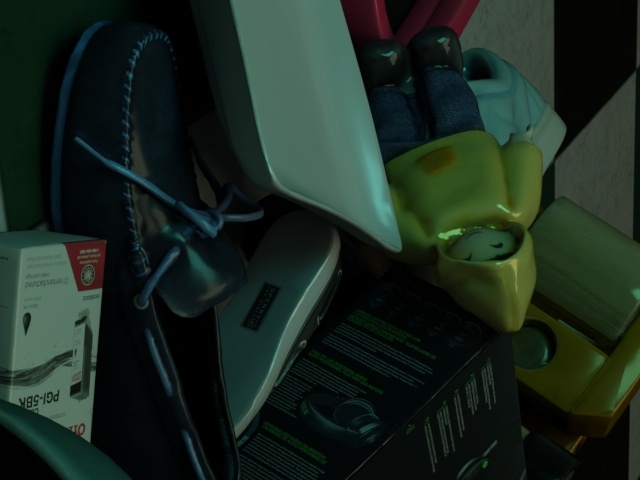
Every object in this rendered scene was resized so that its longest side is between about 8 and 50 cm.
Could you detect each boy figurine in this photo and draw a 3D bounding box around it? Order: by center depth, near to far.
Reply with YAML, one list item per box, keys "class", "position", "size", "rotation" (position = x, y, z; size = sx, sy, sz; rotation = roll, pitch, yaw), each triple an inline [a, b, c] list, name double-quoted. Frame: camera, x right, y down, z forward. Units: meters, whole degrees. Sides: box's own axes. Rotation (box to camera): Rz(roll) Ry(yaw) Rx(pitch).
- class: "boy figurine"
  position: [0.097, -0.044, 1.359]
  size: [0.092, 0.177, 0.285]
  rotation: [83, -6, -48]

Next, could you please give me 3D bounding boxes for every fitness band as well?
- class: "fitness band"
  position: [0.086, -0.272, 1.520]
  size: [0.291, 0.054, 0.209]
  rotation: [-60, 145, -40]

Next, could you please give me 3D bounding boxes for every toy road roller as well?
- class: "toy road roller"
  position: [0.200, 0.141, 1.675]
  size: [0.329, 0.202, 0.240]
  rotation: [-52, 164, -11]

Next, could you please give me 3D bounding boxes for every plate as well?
- class: "plate"
  position: [-0.031, -0.135, 1.208]
  size: [0.277, 0.045, 0.278]
  rotation: [24, 50, -67]

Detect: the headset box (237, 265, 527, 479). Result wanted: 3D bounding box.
- class: "headset box"
  position: [0.044, 0.197, 1.375]
  size: [0.283, 0.131, 0.246]
  rotation: [-41, 138, -29]

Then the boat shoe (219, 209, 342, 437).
- class: "boat shoe"
  position: [-0.052, 0.083, 1.273]
  size: [0.228, 0.080, 0.076]
  rotation: [-61, 154, -19]

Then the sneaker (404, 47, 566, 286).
- class: "sneaker"
  position: [0.122, -0.074, 1.570]
  size: [0.150, 0.135, 0.366]
  rotation: [47, 27, -8]

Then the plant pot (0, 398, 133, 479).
- class: "plant pot"
  position: [-0.188, 0.208, 0.819]
  size: [0.235, 0.293, 0.293]
  rotation: [27, 73, -78]

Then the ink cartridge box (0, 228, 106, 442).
- class: "ink cartridge box"
  position: [-0.184, 0.065, 1.033]
  size: [0.099, 0.056, 0.135]
  rotation: [-8, 105, -65]

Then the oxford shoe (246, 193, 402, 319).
- class: "oxford shoe"
  position: [0.000, 0.000, 1.408]
  size: [0.227, 0.082, 0.096]
  rotation: [37, 38, -58]

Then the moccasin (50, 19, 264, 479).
- class: "moccasin"
  position: [-0.096, 0.019, 1.134]
  size: [0.138, 0.116, 0.342]
  rotation: [-42, 134, -54]
